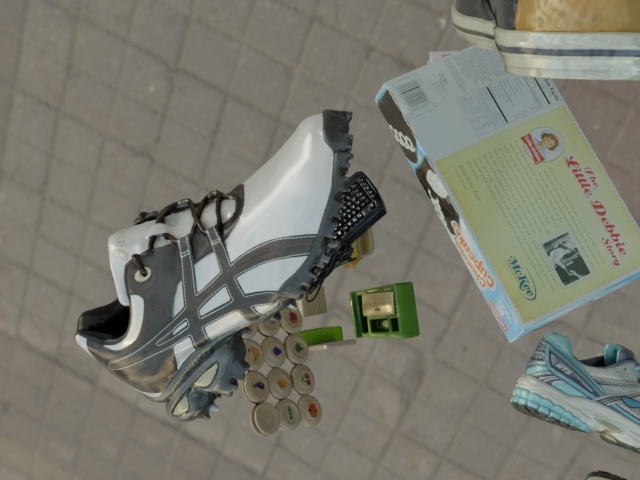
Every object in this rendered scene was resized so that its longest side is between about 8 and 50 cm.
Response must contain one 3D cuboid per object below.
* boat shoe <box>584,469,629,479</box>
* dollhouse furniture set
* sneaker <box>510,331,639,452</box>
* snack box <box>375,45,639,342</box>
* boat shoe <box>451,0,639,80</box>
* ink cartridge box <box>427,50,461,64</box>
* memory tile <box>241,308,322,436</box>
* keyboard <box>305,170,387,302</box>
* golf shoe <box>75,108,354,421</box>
[{"bbox_3d":[0.438,0.362,1.707,0.133,0.042,0.049,20,103,10],"label":"boat shoe"},{"bbox_3d":[0.033,0.035,2.119,0.151,0.197,0.301,-11,87,60],"label":"dollhouse furniture set"},{"bbox_3d":[0.385,0.197,1.503,0.283,0.122,0.110,20,175,-12],"label":"sneaker"},{"bbox_3d":[0.220,-0.068,1.364,0.322,0.187,0.060,63,163,12],"label":"snack box"},{"bbox_3d":[0.212,-0.239,1.062,0.187,0.500,0.156,0,103,4],"label":"boat shoe"},{"bbox_3d":[0.211,-0.220,1.759,0.104,0.180,0.060,-2,144,1],"label":"ink cartridge box"},{"bbox_3d":[-0.049,0.145,1.378,0.012,0.113,0.148,-22,75,41],"label":"memory tile"},{"bbox_3d":[0.000,0.000,1.521,0.192,0.038,0.100,-42,61,10],"label":"keyboard"},{"bbox_3d":[-0.056,0.007,0.609,0.094,0.077,0.198,27,115,-16],"label":"golf shoe"}]
